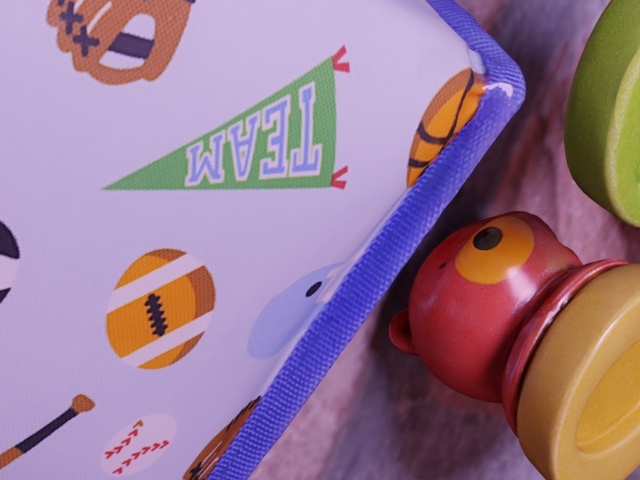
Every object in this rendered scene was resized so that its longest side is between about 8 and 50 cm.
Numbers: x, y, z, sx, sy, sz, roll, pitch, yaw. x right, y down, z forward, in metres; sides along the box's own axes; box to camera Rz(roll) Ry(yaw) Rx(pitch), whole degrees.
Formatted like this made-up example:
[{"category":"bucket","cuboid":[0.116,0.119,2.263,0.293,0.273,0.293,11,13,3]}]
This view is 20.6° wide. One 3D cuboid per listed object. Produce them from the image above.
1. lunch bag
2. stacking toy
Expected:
[{"category":"lunch bag","cuboid":[-0.176,0.010,0.598,0.327,0.239,0.385,19,116,-41]},{"category":"stacking toy","cuboid":[0.168,-0.060,0.874,0.309,0.130,0.280,-34,137,-32]}]
